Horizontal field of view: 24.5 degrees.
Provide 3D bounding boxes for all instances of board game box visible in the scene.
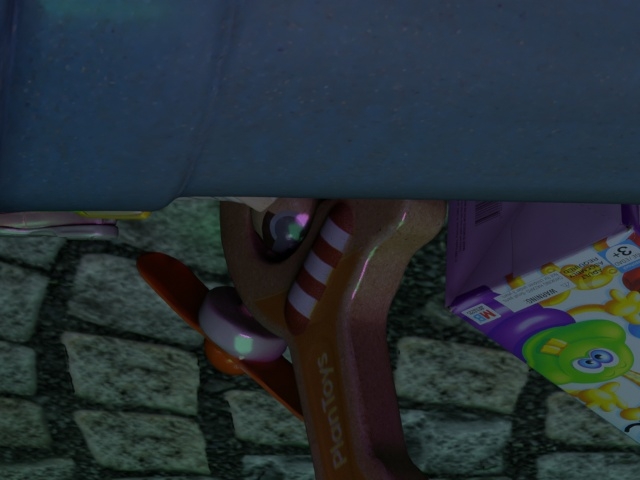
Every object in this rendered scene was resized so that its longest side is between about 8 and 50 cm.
[{"bbox_3d":[0.226,0.027,0.988,0.142,0.144,0.275,-26,134,36],"label":"board game box"}]

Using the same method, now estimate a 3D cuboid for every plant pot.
[{"bbox_3d":[0.029,-0.158,0.638,0.334,0.341,0.341,5,145,-13],"label":"plant pot"}]

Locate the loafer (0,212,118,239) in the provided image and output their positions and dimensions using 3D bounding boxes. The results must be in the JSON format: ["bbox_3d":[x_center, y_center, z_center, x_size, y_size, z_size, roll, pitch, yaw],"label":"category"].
[{"bbox_3d":[-0.207,-0.021,1.082,0.125,0.039,0.045,2,177,10],"label":"loafer"}]

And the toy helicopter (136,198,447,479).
[{"bbox_3d":[-0.005,0.051,0.876,0.140,0.355,0.235,15,140,-36],"label":"toy helicopter"}]

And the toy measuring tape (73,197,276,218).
[{"bbox_3d":[-0.112,-0.075,0.876,0.121,0.121,0.330,33,163,-31],"label":"toy measuring tape"}]
